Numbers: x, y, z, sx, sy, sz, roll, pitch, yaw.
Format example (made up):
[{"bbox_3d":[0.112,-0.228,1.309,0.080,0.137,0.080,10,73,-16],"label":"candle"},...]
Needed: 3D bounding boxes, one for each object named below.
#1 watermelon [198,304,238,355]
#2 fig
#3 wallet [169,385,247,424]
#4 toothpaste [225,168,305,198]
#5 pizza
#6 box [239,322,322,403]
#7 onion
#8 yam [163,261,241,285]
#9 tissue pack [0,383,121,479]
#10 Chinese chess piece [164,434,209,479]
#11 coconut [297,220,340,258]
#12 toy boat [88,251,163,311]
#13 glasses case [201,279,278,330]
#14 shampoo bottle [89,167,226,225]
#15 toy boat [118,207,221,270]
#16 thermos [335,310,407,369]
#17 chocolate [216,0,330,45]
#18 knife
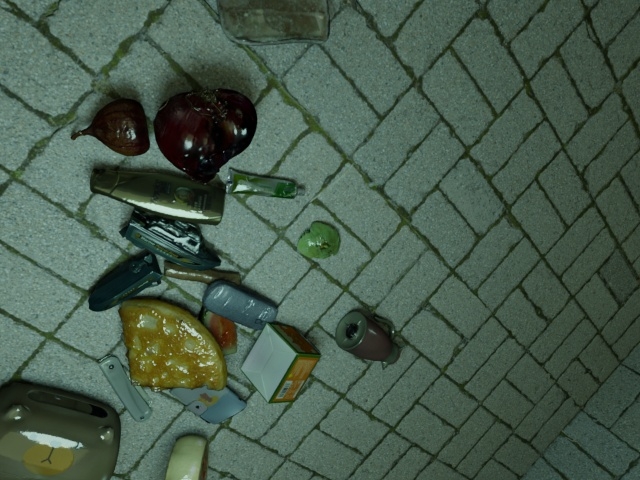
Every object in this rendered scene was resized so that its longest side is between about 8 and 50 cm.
[{"bbox_3d":[-0.338,0.290,1.410,0.119,0.063,0.245,-23,114,-27],"label":"watermelon"},{"bbox_3d":[-0.544,-0.290,1.094,0.200,0.134,0.146,-1,99,-12],"label":"fig"},{"bbox_3d":[-0.383,0.531,1.463,0.170,0.069,0.231,-35,114,13],"label":"wallet"},{"bbox_3d":[-0.166,-0.166,1.325,0.247,0.047,0.078,5,101,-20],"label":"toothpaste"},{"bbox_3d":[-0.461,0.340,1.316,0.408,0.114,0.278,38,97,-9],"label":"pizza"},{"bbox_3d":[-0.131,0.410,1.439,0.148,0.177,0.195,23,99,-50],"label":"box"},{"bbox_3d":[-0.297,-0.294,1.139,0.280,0.221,0.281,-28,143,-24],"label":"onion"},{"bbox_3d":[-0.367,0.108,1.336,0.240,0.057,0.057,13,103,-25],"label":"yam"},{"bbox_3d":[-0.772,0.573,1.214,0.386,0.267,0.277,31,92,-26],"label":"tissue pack"},{"bbox_3d":[-0.444,0.791,1.416,0.111,0.270,0.271,6,106,-6],"label":"Chinese chess piece"},{"bbox_3d":[0.000,0.003,1.439,0.157,0.055,0.133,-12,113,-19],"label":"coconut"},{"bbox_3d":[-0.568,0.130,1.244,0.246,0.093,0.103,-33,149,-2],"label":"toy boat"},{"bbox_3d":[-0.254,0.213,1.385,0.109,0.067,0.282,-52,132,5],"label":"glasses case"},{"bbox_3d":[-0.446,-0.128,1.194,0.349,0.084,0.126,13,65,-23],"label":"shampoo bottle"},{"bbox_3d":[-0.416,0.003,1.244,0.295,0.114,0.122,30,104,-26],"label":"toy boat"},{"bbox_3d":[0.198,0.370,1.603,0.265,0.145,0.177,34,68,-35],"label":"thermos"},{"bbox_3d":[-0.129,-0.616,1.154,0.302,0.100,0.186,-9,100,-21],"label":"chocolate"},{"bbox_3d":[-0.618,0.474,1.371,0.073,0.040,0.266,-31,116,-21],"label":"knife"}]
